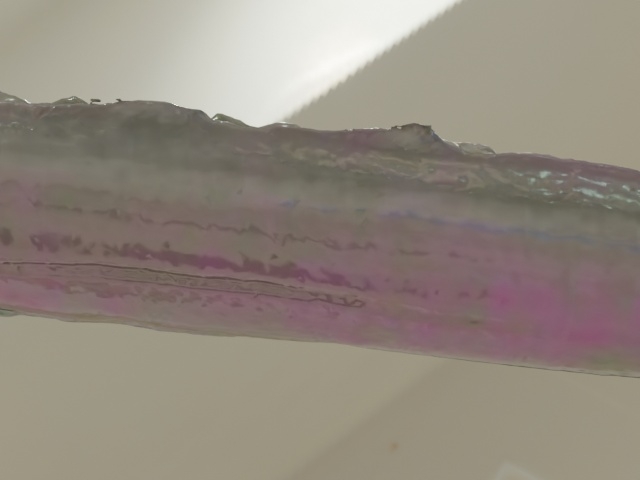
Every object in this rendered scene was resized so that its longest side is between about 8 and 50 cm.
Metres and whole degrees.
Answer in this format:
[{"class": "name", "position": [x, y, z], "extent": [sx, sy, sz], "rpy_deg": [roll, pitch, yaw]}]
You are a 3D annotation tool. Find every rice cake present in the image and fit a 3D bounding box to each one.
[{"class": "rice cake", "position": [0.000, 0.000, 0.398], "extent": [0.049, 0.270, 0.055], "rpy_deg": [92, -174, -78]}]
